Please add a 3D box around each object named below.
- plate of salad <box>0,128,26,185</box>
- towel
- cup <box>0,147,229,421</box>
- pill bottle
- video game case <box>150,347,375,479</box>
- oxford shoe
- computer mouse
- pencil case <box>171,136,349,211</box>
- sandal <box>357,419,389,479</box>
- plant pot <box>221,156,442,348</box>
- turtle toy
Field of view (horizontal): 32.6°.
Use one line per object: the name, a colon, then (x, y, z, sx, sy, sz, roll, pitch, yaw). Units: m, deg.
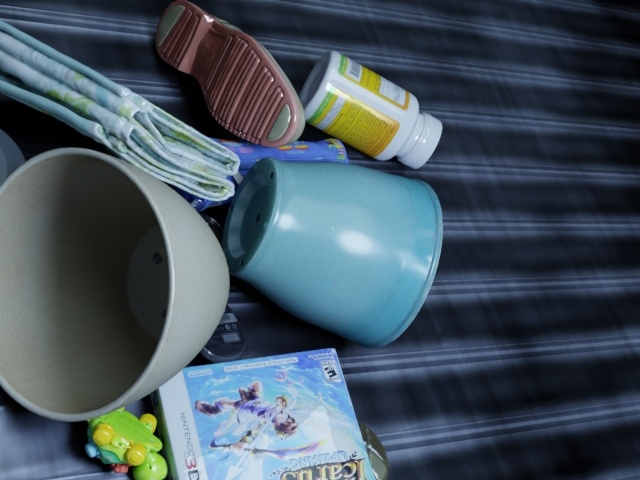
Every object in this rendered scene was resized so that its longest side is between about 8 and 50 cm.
plate of salad: (-0.507, -0.092, 1.513, 0.199, 0.048, 0.200, 11, 54, -16)
towel: (-0.317, -0.184, 1.506, 0.374, 0.090, 0.320, 29, 0, 26)
cup: (-0.252, 0.054, 1.423, 0.237, 0.331, 0.331, 1, 54, -60)
pill bottle: (0.091, -0.228, 1.979, 0.245, 0.136, 0.136, 27, 46, -16)
video game case: (-0.075, 0.280, 1.481, 0.269, 0.061, 0.244, -6, 61, -22)
oxford shoe: (-0.119, -0.272, 1.795, 0.146, 0.140, 0.397, 14, 27, -45)
computer mouse: (-0.172, 0.075, 1.623, 0.184, 0.060, 0.262, -10, 61, -48)
pencil case: (-0.091, -0.108, 1.756, 0.306, 0.133, 0.119, -3, 88, -37)
sandal: (-0.003, 0.290, 1.576, 0.219, 0.060, 0.090, 23, 54, 1)
plant pot: (0.000, 0.000, 1.638, 0.255, 0.272, 0.272, 18, 49, -24)
turtle toy: (-0.249, 0.264, 1.407, 0.130, 0.066, 0.095, 36, 21, -11)
